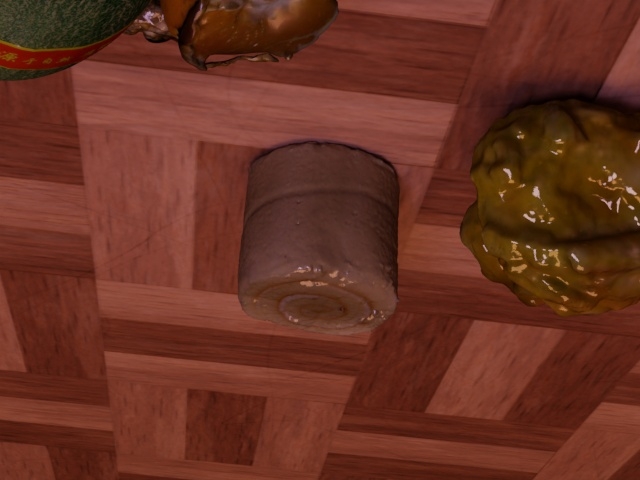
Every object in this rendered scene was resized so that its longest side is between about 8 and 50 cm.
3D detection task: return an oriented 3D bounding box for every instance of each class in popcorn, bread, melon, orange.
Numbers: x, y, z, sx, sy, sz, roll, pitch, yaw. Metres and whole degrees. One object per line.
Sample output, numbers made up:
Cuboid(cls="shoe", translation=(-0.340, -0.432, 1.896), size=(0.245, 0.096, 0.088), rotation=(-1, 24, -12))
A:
Cuboid(cls="popcorn", translation=(0.217, -0.025, 1.084), size=(0.197, 0.198, 0.155), rotation=(2, 168, 4))
Cuboid(cls="bread", translation=(0.000, 0.000, 1.195), size=(0.148, 0.141, 0.134), rotation=(7, 154, -7))
Cuboid(cls="melon", translation=(-0.179, -0.197, 0.784), size=(0.182, 0.182, 0.287), rotation=(17, 163, -23))
Cuboid(cls="orange", translation=(-0.042, -0.194, 0.855), size=(0.170, 0.112, 0.160), rotation=(-40, 155, -6))

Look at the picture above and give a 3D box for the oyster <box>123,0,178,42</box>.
Cuboid(cls="oyster", translation=(-0.091, -0.177, 0.968), size=(0.177, 0.056, 0.105), rotation=(7, 161, -16))
